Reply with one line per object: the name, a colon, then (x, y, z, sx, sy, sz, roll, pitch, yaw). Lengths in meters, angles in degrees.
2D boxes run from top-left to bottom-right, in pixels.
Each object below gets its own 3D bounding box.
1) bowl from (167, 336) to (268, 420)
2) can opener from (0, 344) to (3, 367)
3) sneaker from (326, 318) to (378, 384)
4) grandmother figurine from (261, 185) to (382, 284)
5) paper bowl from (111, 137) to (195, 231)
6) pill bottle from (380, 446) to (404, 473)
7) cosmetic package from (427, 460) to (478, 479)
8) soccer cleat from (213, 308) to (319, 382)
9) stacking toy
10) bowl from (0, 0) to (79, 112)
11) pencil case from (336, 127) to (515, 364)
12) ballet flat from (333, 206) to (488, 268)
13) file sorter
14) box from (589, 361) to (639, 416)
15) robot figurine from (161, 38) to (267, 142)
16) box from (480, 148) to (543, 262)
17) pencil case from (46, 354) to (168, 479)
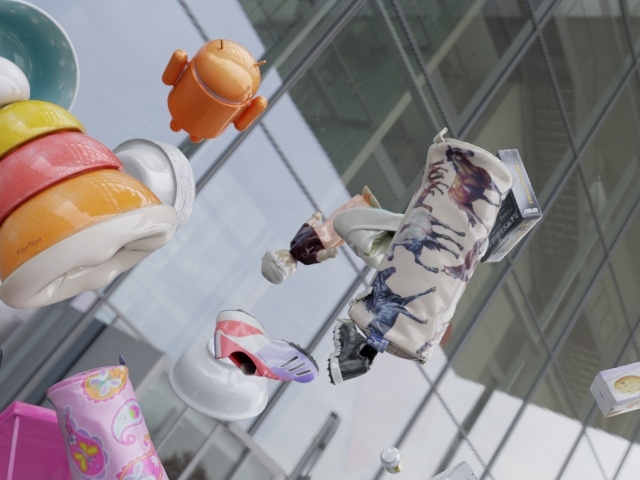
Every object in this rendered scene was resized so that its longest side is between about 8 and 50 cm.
bowl: (-0.271, 0.362, 2.218, 0.298, 0.298, 0.134, 30, -66, 17)
can opener: (-0.381, 0.196, 0.828, 0.059, 0.186, 0.073, 4, -20, -3)
sneaker: (0.080, 0.241, 1.739, 0.106, 0.234, 0.078, -11, -71, 11)
grandmother figurine: (0.000, 0.000, 1.962, 0.104, 0.342, 0.208, 57, 4, -20)
paper bowl: (-0.501, -0.142, 2.168, 0.284, 0.284, 0.148, 26, 11, 25)
pill bottle: (0.146, 0.448, 1.601, 0.043, 0.043, 0.083, 27, -19, 24)
cosmetic package: (0.206, 0.647, 1.466, 0.329, 0.327, 0.393, 59, 7, 17)
soccer cleat: (-0.123, 0.269, 1.755, 0.108, 0.116, 0.318, -16, -40, 34)
stacking toy: (-0.516, -0.144, 1.462, 0.480, 0.350, 0.350, 61, -22, 4)
bowl: (-0.692, -0.362, 1.667, 0.163, 0.311, 0.311, 26, -22, 51)
pencil case: (0.197, 0.014, 1.422, 0.183, 0.410, 0.160, 25, 1, -16)
ballet flat: (0.169, 0.007, 1.720, 0.400, 0.139, 0.139, 6, -36, 37)
file sorter: (-0.457, 0.409, 1.220, 0.202, 0.182, 0.290, 25, -47, -35)
box: (0.646, 0.240, 1.404, 0.063, 0.324, 0.067, 93, -18, -52)
robot figurine: (-0.188, -0.267, 1.392, 0.158, 0.128, 0.219, 54, -48, 6)
box: (0.424, -0.077, 1.861, 0.231, 0.056, 0.183, 117, -35, -57)
pencil case: (-0.277, 0.309, 1.064, 0.284, 0.124, 0.124, 67, -18, 12)
